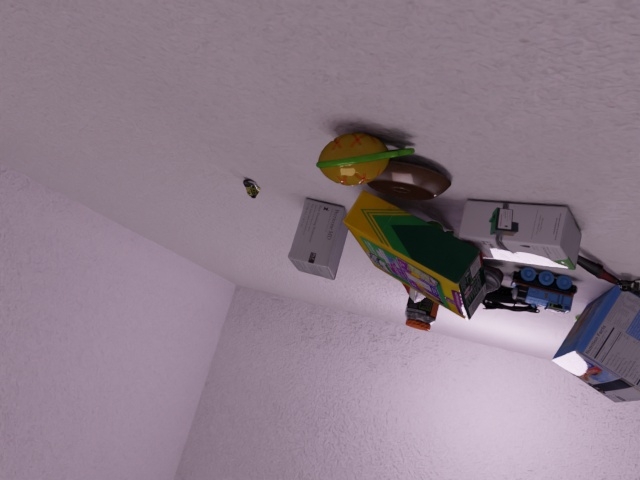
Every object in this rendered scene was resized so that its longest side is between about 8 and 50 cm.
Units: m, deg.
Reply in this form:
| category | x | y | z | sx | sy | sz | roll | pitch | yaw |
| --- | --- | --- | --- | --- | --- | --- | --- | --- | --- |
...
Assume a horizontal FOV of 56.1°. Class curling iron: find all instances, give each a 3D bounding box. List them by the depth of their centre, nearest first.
| category | x | y | z | sx | sy | sz | roll | pitch | yaw |
| --- | --- | --- | --- | --- | --- | --- | --- | --- | --- |
| curling iron | 0.703 | 0.075 | 1.490 | 0.274 | 0.035 | 0.068 | 23 | 162 | -30 |

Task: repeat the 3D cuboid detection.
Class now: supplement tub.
| category | x | y | z | sx | sy | sz | roll | pitch | yaw |
| --- | --- | --- | --- | --- | --- | --- | --- | --- | --- |
| supplement tub | 0.379 | 0.230 | 2.214 | 0.117 | 0.190 | 0.117 | 16 | 167 | 4 |

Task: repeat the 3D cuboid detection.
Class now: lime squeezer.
| category | x | y | z | sx | sy | sz | roll | pitch | yaw |
| --- | --- | --- | --- | --- | --- | --- | --- | --- | --- |
| lime squeezer | 0.300 | -0.010 | 1.584 | 0.311 | 0.058 | 0.110 | 24 | 165 | -33 |

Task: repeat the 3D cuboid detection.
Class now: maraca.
| category | x | y | z | sx | sy | sz | roll | pitch | yaw |
| --- | --- | --- | --- | --- | --- | --- | --- | --- | --- |
| maraca | 0.083 | -0.156 | 1.135 | 0.186 | 0.099 | 0.127 | -6 | -168 | 16 |

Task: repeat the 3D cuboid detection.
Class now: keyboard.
| category | x | y | z | sx | sy | sz | roll | pitch | yaw |
| --- | --- | --- | --- | --- | --- | --- | --- | --- | --- |
| keyboard | 0.592 | 0.174 | 1.828 | 0.318 | 0.033 | 0.201 | 3 | -163 | 18 |

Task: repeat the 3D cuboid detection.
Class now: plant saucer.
| category | x | y | z | sx | sy | sz | roll | pitch | yaw |
| --- | --- | --- | --- | --- | --- | --- | --- | --- | --- |
| plant saucer | 0.172 | -0.120 | 1.261 | 0.199 | 0.036 | 0.198 | 12 | 174 | 1 |

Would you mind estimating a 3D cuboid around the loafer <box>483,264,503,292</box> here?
| category | x | y | z | sx | sy | sz | roll | pitch | yaw |
| --- | --- | --- | --- | --- | --- | --- | --- | --- | --- |
| loafer | 0.438 | 0.097 | 1.856 | 0.303 | 0.095 | 0.109 | -8 | 122 | 52 |

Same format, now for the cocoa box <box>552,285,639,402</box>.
| category | x | y | z | sx | sy | sz | roll | pitch | yaw |
| --- | --- | --- | --- | --- | --- | --- | --- | --- | --- |
| cocoa box | 0.854 | 0.305 | 1.734 | 0.228 | 0.231 | 0.347 | 33 | 172 | 17 |

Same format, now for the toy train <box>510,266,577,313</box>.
| category | x | y | z | sx | sy | sz | roll | pitch | yaw |
| --- | --- | --- | --- | --- | --- | --- | --- | --- | --- |
| toy train | 0.630 | 0.142 | 1.709 | 0.184 | 0.105 | 0.080 | 13 | 167 | 12 |

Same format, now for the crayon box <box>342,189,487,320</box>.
| category | x | y | z | sx | sy | sz | roll | pitch | yaw |
| --- | --- | --- | --- | --- | --- | --- | --- | --- | --- |
| crayon box | 0.249 | 0.045 | 1.508 | 0.313 | 0.106 | 0.363 | 31 | 172 | 25 |

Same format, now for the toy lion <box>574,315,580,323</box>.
| category | x | y | z | sx | sy | sz | roll | pitch | yaw |
| --- | --- | --- | --- | --- | --- | --- | --- | --- | --- |
| toy lion | 0.947 | 0.283 | 2.102 | 0.100 | 0.034 | 0.096 | 13 | 160 | 17 |

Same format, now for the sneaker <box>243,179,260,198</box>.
| category | x | y | z | sx | sy | sz | roll | pitch | yaw |
| --- | --- | --- | --- | --- | --- | --- | --- | --- | --- |
| sneaker | -0.193 | -0.143 | 1.681 | 0.031 | 0.035 | 0.083 | 10 | 166 | 24 |

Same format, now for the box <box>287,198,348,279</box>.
| category | x | y | z | sx | sy | sz | roll | pitch | yaw |
| --- | --- | --- | --- | --- | --- | --- | --- | --- | --- |
| box | 0.000 | 0.000 | 1.719 | 0.119 | 0.180 | 0.182 | 13 | 167 | 11 |

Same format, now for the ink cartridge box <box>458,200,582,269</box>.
| category | x | y | z | sx | sy | sz | roll | pitch | yaw |
| --- | --- | --- | --- | --- | --- | --- | --- | --- | --- |
| ink cartridge box | 0.435 | -0.013 | 1.313 | 0.220 | 0.092 | 0.160 | 7 | 164 | 36 |

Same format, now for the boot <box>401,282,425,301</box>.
| category | x | y | z | sx | sy | sz | roll | pitch | yaw |
| --- | --- | --- | --- | --- | --- | --- | --- | --- | --- |
| boot | 0.274 | 0.061 | 1.875 | 0.176 | 0.089 | 0.244 | 52 | 155 | 31 |

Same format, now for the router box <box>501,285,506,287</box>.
| category | x | y | z | sx | sy | sz | roll | pitch | yaw |
| --- | --- | --- | --- | --- | --- | --- | --- | --- | --- |
| router box | 0.545 | 0.165 | 2.056 | 0.179 | 0.046 | 0.133 | 20 | 167 | -18 |
